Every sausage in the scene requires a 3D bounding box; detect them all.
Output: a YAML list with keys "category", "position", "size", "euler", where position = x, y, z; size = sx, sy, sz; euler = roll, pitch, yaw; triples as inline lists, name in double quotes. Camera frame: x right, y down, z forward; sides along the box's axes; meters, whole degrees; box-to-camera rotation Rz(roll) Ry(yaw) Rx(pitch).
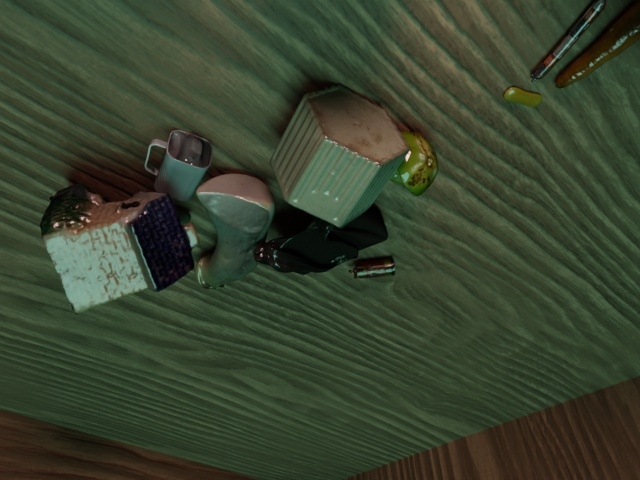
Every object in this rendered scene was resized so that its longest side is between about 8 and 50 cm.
- category: "sausage"
  position: [0.479, -0.387, 1.054]
  size: [0.028, 0.025, 0.198]
  euler: [25, 132, -10]

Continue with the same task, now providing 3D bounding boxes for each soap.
- category: "soap"
  position: [0.431, -0.304, 1.154]
  size: [0.089, 0.012, 0.034]
  euler: [9, 137, -16]

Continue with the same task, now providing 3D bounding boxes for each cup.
- category: "cup"
  position: [-0.314, -0.166, 1.177]
  size: [0.128, 0.095, 0.129]
  euler: [17, 136, -23]

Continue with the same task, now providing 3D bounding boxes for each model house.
- category: "model house"
  position: [-0.417, -0.011, 1.206]
  size: [0.284, 0.298, 0.243]
  euler: [-12, 113, -9]

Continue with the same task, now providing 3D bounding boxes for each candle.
- category: "candle"
  position: [0.144, 0.081, 1.539]
  size: [0.130, 0.052, 0.052]
  euler: [-5, 139, 1]

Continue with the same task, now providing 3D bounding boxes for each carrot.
- category: "carrot"
  position: [0.550, -0.371, 1.063]
  size: [0.061, 0.061, 0.209]
  euler: [21, 138, -27]

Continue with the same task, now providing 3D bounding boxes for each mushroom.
- category: "mushroom"
  position: [-0.221, 0.002, 1.358]
  size: [0.177, 0.126, 0.397]
  euler: [6, 140, -10]

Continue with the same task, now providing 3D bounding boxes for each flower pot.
- category: "flower pot"
  position: [0.035, -0.173, 1.104]
  size: [0.239, 0.209, 0.190]
  euler: [24, 132, -10]

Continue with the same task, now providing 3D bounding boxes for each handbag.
- category: "handbag"
  position: [0.000, 0.000, 1.327]
  size: [0.285, 0.114, 0.257]
  euler: [-25, 164, 22]

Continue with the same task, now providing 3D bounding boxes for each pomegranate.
- category: "pomegranate"
  position: [0.186, -0.179, 1.200]
  size: [0.143, 0.169, 0.122]
  euler: [32, 91, -28]
